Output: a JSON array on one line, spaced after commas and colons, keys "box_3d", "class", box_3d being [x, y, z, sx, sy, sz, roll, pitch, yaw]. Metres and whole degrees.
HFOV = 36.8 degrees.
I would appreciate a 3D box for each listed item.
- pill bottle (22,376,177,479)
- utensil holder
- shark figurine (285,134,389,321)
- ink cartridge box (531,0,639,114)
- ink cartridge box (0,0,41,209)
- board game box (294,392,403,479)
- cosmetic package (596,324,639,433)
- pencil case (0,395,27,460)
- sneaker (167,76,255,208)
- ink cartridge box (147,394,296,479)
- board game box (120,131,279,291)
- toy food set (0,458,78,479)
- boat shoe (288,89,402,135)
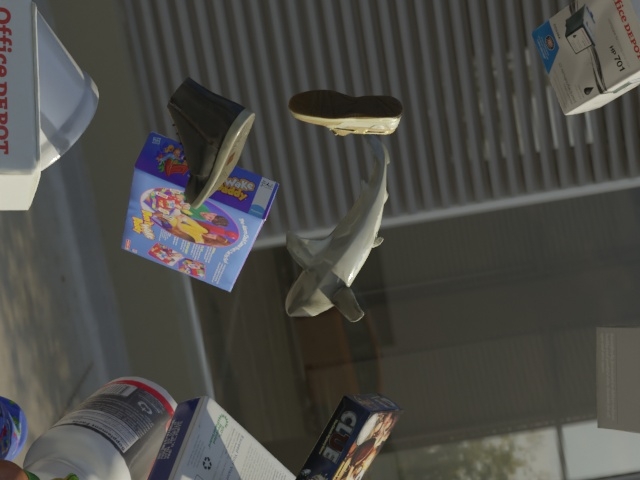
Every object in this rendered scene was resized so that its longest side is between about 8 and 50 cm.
[{"box_3d": [-0.351, 0.348, 1.505, 0.318, 0.176, 0.176, -42, 124, -69], "class": "pill bottle"}, {"box_3d": [-0.640, -0.333, 1.727, 0.327, 0.328, 0.385, -98, 164, -47], "class": "utensil holder"}, {"box_3d": [0.015, -0.016, 1.187, 0.278, 0.116, 0.166, -65, -156, 9], "class": "shark figurine"}, {"box_3d": [0.403, -0.279, 1.348, 0.191, 0.082, 0.139, -34, -105, 62], "class": "ink cartridge box"}, {"box_3d": [-0.314, -0.103, 0.698, 0.087, 0.209, 0.153, 138, -51, -65], "class": "ink cartridge box"}, {"box_3d": [0.010, 0.307, 1.212, 0.243, 0.042, 0.165, -60, 160, 3], "class": "board game box"}, {"box_3d": [0.433, 0.163, 1.161, 0.107, 0.238, 0.127, -4, -98, 48], "class": "cosmetic package"}, {"box_3d": [-0.532, 0.289, 1.490, 0.306, 0.120, 0.133, 129, -43, -75], "class": "pencil case"}, {"box_3d": [-0.186, -0.149, 1.466, 0.083, 0.118, 0.222, -52, 176, -45], "class": "sneaker"}, {"box_3d": [-0.115, 0.428, 1.256, 0.330, 0.071, 0.324, 50, 38, -29], "class": "ink cartridge box"}, {"box_3d": [-0.230, -0.040, 1.748, 0.347, 0.233, 0.078, 123, -12, -62], "class": "board game box"}, {"box_3d": [-0.320, 0.285, 1.047, 0.071, 0.128, 0.218, -59, 153, 2], "class": "toy food set"}, {"box_3d": [0.029, -0.147, 1.151, 0.045, 0.135, 0.050, 95, 1, -53], "class": "boat shoe"}]
